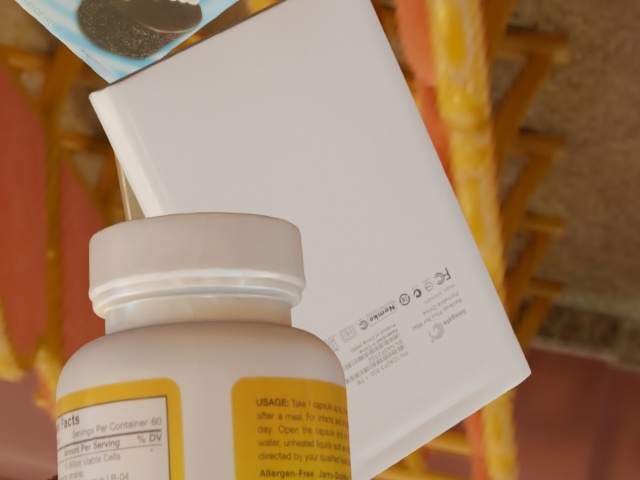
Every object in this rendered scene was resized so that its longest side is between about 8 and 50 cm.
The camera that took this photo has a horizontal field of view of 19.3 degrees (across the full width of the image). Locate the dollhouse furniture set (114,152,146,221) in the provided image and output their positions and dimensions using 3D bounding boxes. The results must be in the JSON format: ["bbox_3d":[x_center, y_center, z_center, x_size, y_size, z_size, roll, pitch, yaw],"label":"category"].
[{"bbox_3d":[-0.077,-0.066,1.347,0.151,0.144,0.123,-13,-155,-13],"label":"dollhouse furniture set"}]

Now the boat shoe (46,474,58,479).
[{"bbox_3d":[-0.093,0.273,1.067,0.120,0.324,0.122,25,123,-38],"label":"boat shoe"}]

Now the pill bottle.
[{"bbox_3d":[-0.046,0.099,0.746,0.117,0.208,0.117,-4,168,-1],"label":"pill bottle"}]

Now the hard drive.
[{"bbox_3d":[0.000,0.000,1.248,0.040,0.203,0.307,-4,112,62],"label":"hard drive"}]

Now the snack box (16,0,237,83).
[{"bbox_3d":[-0.193,-0.273,1.416,0.187,0.060,0.322,-34,128,19],"label":"snack box"}]
